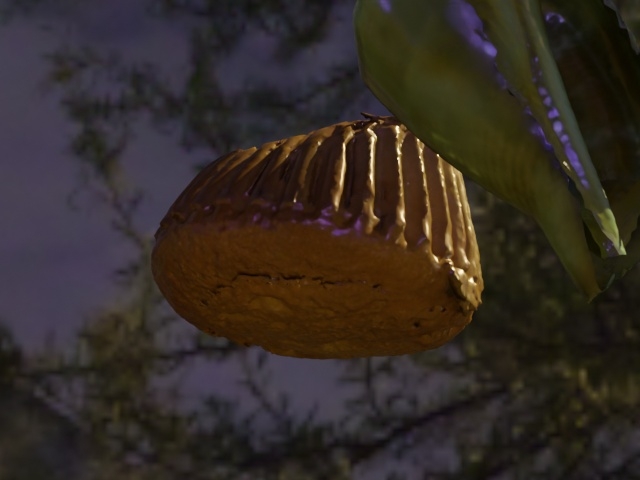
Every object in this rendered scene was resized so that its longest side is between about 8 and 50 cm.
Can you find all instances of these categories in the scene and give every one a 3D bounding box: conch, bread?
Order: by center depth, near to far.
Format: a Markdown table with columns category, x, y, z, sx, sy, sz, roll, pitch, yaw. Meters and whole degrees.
| category | x | y | z | sx | sy | sz | roll | pitch | yaw |
| --- | --- | --- | --- | --- | --- | --- | --- | --- | --- |
| conch | 0.067 | -0.072 | 0.668 | 0.095 | 0.201 | 0.079 | -36 | -18 | -18 |
| bread | -0.002 | 0.003 | 1.243 | 0.240 | 0.139 | 0.240 | 3 | -18 | 1 |
